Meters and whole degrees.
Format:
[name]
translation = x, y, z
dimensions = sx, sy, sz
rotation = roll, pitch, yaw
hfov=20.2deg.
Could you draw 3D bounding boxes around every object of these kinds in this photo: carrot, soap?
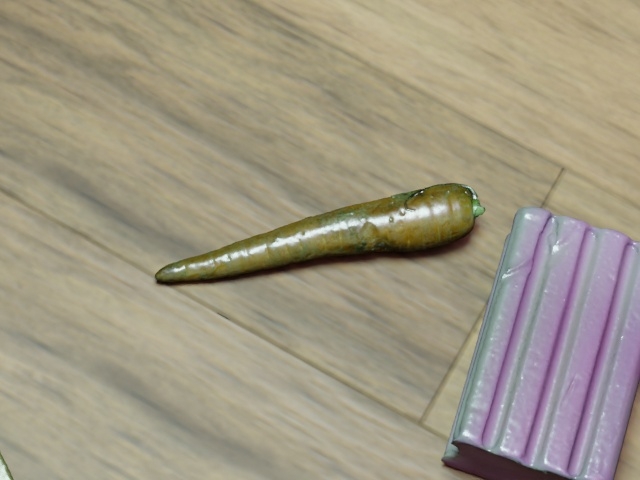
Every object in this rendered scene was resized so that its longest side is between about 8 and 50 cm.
[carrot]
translation = 0.000, 0.000, 1.349
dimensions = 0.254, 0.049, 0.049
rotation = -12, 66, -7
[soap]
translation = 0.173, 0.084, 1.312
dimensions = 0.122, 0.065, 0.203
rotation = 19, 64, 3

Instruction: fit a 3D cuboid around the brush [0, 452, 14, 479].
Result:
[brush]
translation = -0.281, 0.160, 1.228
dimensions = 0.123, 0.059, 0.197
rotation = -25, 69, -14
